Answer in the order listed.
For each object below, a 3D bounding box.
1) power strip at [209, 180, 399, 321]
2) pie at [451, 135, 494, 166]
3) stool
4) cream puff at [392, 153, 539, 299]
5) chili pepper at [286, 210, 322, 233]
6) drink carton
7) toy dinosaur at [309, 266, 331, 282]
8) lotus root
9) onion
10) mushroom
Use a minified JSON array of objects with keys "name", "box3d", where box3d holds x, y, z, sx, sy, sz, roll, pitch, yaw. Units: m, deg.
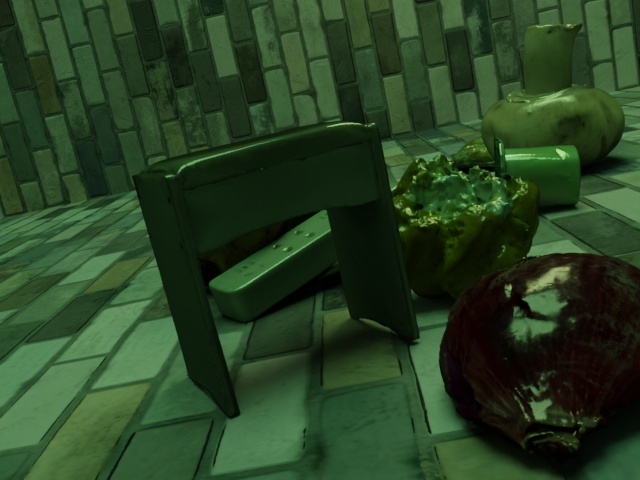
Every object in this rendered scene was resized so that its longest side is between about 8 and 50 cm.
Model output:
[{"name":"power strip","box3d":[0.000,0.001,1.152,0.385,0.062,0.091,-34,26,-27]},{"name":"pie","box3d":[0.492,-0.244,1.941,0.303,0.066,0.302,-10,12,2]},{"name":"stool","box3d":[-0.052,0.016,0.834,0.244,0.269,0.170,-17,12,-23]},{"name":"cream puff","box3d":[0.174,0.000,0.960,0.195,0.194,0.221,-22,28,-39]},{"name":"chili pepper","box3d":[-0.055,-0.083,1.392,0.249,0.233,0.256,-28,14,6]},{"name":"drink carton","box3d":[0.396,-0.118,1.326,0.143,0.146,0.144,-1,15,10]},{"name":"toy dinosaur","box3d":[-0.011,0.036,1.217,0.132,0.059,0.096,-31,29,-33]},{"name":"lotus root","box3d":[-0.135,-0.039,1.195,0.169,0.314,0.141,33,42,7]},{"name":"onion","box3d":[0.208,0.083,0.640,0.227,0.120,0.283,-13,12,19]},{"name":"mushroom","box3d":[0.526,-0.321,1.645,0.315,0.335,0.314,-4,17,1]}]
